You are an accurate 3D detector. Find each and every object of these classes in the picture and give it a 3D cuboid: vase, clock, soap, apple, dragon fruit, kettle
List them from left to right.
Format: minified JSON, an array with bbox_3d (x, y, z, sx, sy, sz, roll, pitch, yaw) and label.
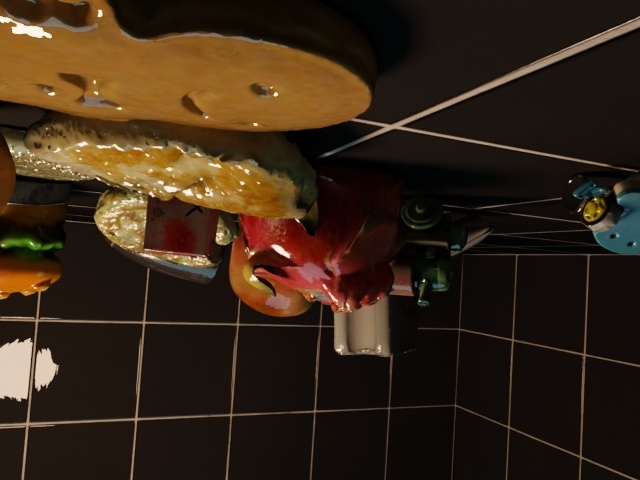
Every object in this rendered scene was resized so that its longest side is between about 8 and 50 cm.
[{"bbox_3d":[-0.554,-0.100,0.965,0.215,0.041,0.215,10,-172,-1],"label":"clock"},{"bbox_3d":[-0.408,-0.017,1.410,0.291,0.207,0.268,13,179,-21],"label":"kettle"},{"bbox_3d":[-0.150,0.080,1.743,0.278,0.318,0.319,2,177,11],"label":"apple"},{"bbox_3d":[0.000,0.000,0.915,0.306,0.225,0.305,2,179,0],"label":"dragon fruit"},{"bbox_3d":[0.196,0.164,1.861,0.213,0.434,0.350,-4,170,26],"label":"soap"},{"bbox_3d":[0.436,-0.059,0.789,0.167,0.059,0.059,4,177,-13],"label":"vase"}]

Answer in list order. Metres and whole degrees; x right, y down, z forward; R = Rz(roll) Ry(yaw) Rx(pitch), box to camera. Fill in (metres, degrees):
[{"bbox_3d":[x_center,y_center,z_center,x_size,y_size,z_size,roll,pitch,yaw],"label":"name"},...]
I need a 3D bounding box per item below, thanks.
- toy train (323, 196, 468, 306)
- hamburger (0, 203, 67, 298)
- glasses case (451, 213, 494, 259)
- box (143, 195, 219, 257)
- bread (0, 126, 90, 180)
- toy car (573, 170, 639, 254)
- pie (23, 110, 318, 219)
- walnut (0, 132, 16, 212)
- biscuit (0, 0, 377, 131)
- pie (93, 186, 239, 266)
[{"bbox_3d":[0.136,0.027,1.103,0.305,0.221,0.150,1,144,20],"label":"toy train"},{"bbox_3d":[-0.793,-0.007,1.263,0.397,0.277,0.396,4,176,0],"label":"hamburger"},{"bbox_3d":[0.251,0.024,1.262,0.309,0.083,0.128,-19,-170,-9],"label":"glasses case"},{"bbox_3d":[-0.223,-0.050,0.897,0.112,0.156,0.060,5,-176,2],"label":"box"},{"bbox_3d":[-0.455,-0.125,0.819,0.267,0.040,0.267,4,177,0],"label":"bread"},{"bbox_3d":[0.404,-0.061,0.671,0.126,0.098,0.161,19,134,-18],"label":"toy car"},{"bbox_3d":[-0.165,-0.093,0.664,0.340,0.077,0.339,12,172,2],"label":"pie"},{"bbox_3d":[-0.420,-0.079,0.553,0.165,0.165,0.197,1,-176,44],"label":"walnut"},{"bbox_3d":[-0.136,-0.122,0.383,0.355,0.052,0.275,5,177,-17],"label":"biscuit"},{"bbox_3d":[-0.330,-0.033,1.177,0.303,0.066,0.302,3,147,2],"label":"pie"}]
